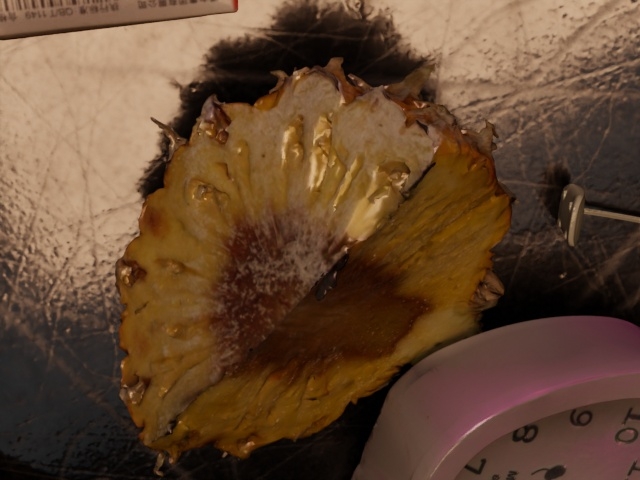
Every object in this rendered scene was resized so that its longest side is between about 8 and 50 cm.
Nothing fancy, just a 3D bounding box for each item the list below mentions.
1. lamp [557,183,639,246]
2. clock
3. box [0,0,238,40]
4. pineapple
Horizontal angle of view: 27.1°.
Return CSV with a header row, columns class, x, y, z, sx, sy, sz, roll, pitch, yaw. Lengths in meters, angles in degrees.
class,x,y,z,sx,sy,sz,roll,pitch,yaw
lamp,0.290,-0.009,1.087,0.198,0.056,0.050,7,106,-9
clock,0.181,0.220,1.095,0.339,0.102,0.338,-10,119,-18
box,-0.150,-0.202,0.951,0.182,0.133,0.099,-7,109,-3
pineapple,0.002,0.001,1.039,0.344,0.286,0.209,-46,61,19
